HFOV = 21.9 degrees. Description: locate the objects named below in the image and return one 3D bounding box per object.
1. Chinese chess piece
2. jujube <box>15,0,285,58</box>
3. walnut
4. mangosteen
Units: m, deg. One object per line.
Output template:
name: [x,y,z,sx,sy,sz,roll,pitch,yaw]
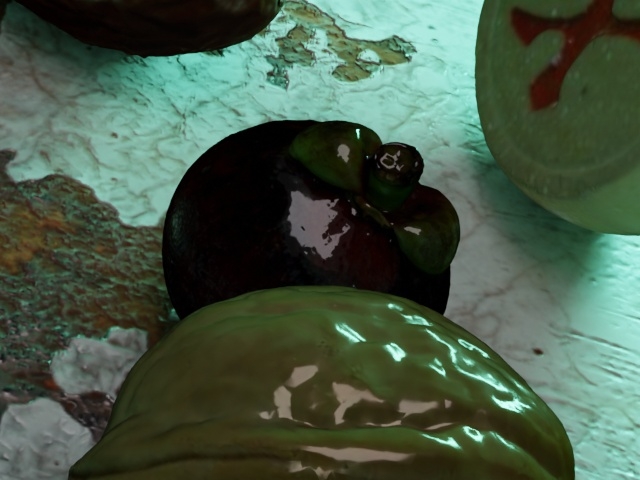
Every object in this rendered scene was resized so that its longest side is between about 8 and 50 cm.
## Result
Chinese chess piece: [0.273,-0.170,1.356,0.141,0.338,0.338,13,45,-32]
jujube: [-0.164,-0.252,1.372,0.290,0.197,0.197,13,46,10]
walnut: [0.000,0.168,1.011,0.313,0.277,0.252,10,12,-19]
mangosteen: [-0.009,0.002,1.187,0.216,0.216,0.216,10,48,-12]
